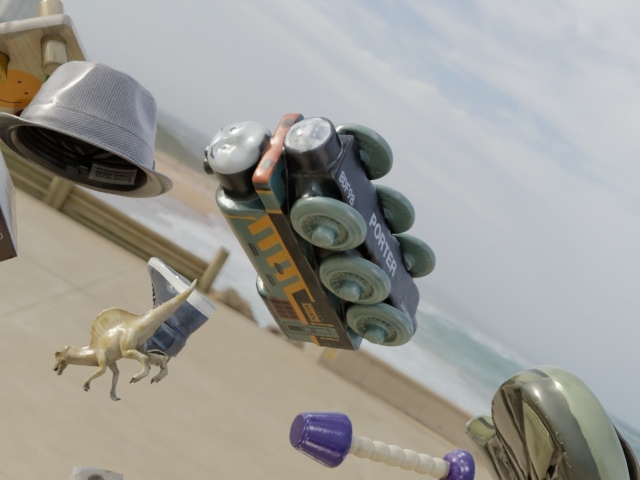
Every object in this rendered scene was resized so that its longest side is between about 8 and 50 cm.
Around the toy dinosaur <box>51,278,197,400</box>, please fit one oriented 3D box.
[{"bbox_3d":[-0.202,0.109,1.070,0.093,0.183,0.053,60,-5,18],"label":"toy dinosaur"}]

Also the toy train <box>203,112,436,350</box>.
[{"bbox_3d":[0.000,0.000,1.074,0.190,0.142,0.334,3,-37,26],"label":"toy train"}]

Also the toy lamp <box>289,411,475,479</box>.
[{"bbox_3d":[0.086,0.293,1.390,0.274,0.080,0.080,18,5,-24],"label":"toy lamp"}]

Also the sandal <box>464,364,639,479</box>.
[{"bbox_3d":[0.154,0.139,0.607,0.120,0.086,0.303,63,-5,17],"label":"sandal"}]

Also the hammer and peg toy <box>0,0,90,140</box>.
[{"bbox_3d":[-0.474,-0.210,1.576,0.265,0.127,0.361,-9,-28,-2],"label":"hammer and peg toy"}]

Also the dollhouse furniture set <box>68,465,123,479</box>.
[{"bbox_3d":[-0.234,0.380,1.237,0.183,0.129,0.129,12,21,-6],"label":"dollhouse furniture set"}]

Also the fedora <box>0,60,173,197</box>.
[{"bbox_3d":[-0.293,-0.153,1.307,0.243,0.124,0.275,19,-13,-6],"label":"fedora"}]

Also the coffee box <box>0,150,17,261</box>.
[{"bbox_3d":[-0.474,-0.068,1.344,0.246,0.098,0.141,-128,-158,-63],"label":"coffee box"}]

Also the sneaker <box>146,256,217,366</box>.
[{"bbox_3d":[-0.297,0.131,1.825,0.086,0.163,0.226,40,-2,-37],"label":"sneaker"}]
